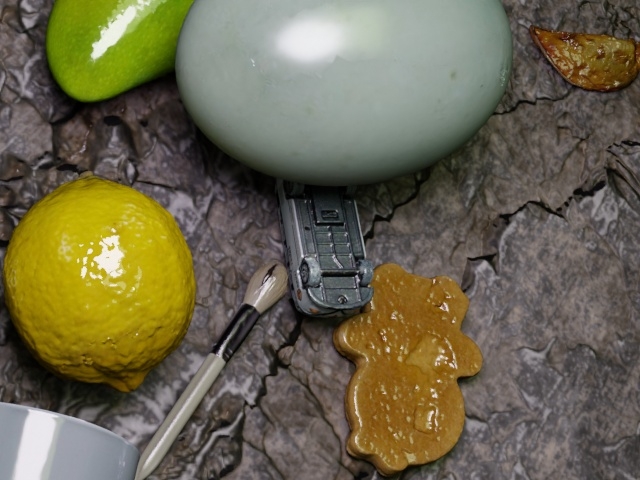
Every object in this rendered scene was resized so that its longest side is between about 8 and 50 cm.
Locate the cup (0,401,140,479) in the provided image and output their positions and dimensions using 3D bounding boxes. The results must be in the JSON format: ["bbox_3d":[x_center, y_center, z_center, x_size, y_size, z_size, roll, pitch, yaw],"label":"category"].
[{"bbox_3d":[-0.295,0.316,1.219,0.205,0.205,0.312,18,65,-16],"label":"cup"}]

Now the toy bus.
[{"bbox_3d":[0.000,0.000,1.534,0.087,0.089,0.194,0,65,-22],"label":"toy bus"}]

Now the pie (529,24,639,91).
[{"bbox_3d":[0.373,-0.243,1.828,0.191,0.033,0.088,4,73,-22],"label":"pie"}]

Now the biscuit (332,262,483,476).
[{"bbox_3d":[0.099,0.149,1.553,0.184,0.035,0.249,11,67,-18],"label":"biscuit"}]

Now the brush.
[{"bbox_3d":[-0.117,0.137,1.461,0.039,0.042,0.299,51,57,-29],"label":"brush"}]

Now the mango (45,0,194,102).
[{"bbox_3d":[-0.181,-0.278,1.530,0.192,0.156,0.343,35,63,5],"label":"mango"}]

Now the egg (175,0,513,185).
[{"bbox_3d":[0.030,-0.196,1.451,0.389,0.276,0.276,-9,74,-32],"label":"egg"}]

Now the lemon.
[{"bbox_3d":[-0.222,0.041,1.366,0.192,0.192,0.231,-9,81,-26],"label":"lemon"}]
